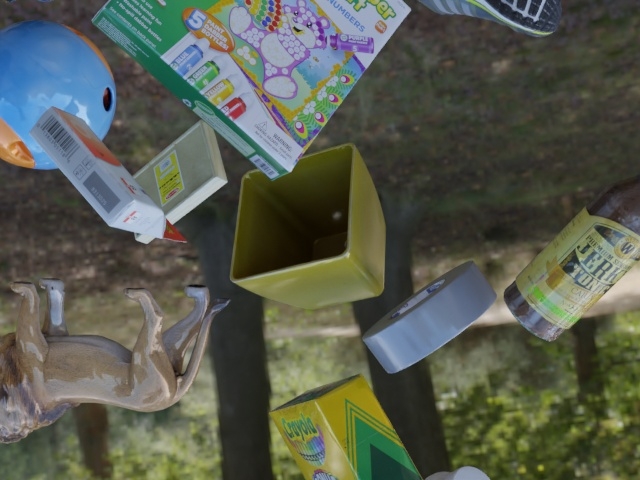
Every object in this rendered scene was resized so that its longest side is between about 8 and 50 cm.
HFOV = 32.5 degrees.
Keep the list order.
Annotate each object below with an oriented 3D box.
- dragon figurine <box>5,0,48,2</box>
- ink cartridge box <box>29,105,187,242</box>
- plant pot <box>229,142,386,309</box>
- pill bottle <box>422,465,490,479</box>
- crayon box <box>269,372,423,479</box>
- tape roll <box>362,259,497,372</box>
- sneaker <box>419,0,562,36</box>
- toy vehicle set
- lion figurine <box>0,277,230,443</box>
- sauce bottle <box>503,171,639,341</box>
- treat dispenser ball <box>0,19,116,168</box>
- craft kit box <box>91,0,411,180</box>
[{"bbox_3d":[-0.581,-0.525,2.162,0.144,0.085,0.289,4,164,32],"label":"dragon figurine"},{"bbox_3d":[-0.213,-0.066,1.184,0.045,0.145,0.179,-47,163,11],"label":"ink cartridge box"},{"bbox_3d":[0.000,0.000,1.781,0.212,0.212,0.187,-13,144,26],"label":"plant pot"},{"bbox_3d":[0.170,0.396,1.583,0.108,0.108,0.180,-3,152,-37],"label":"pill bottle"},{"bbox_3d":[0.058,0.408,1.944,0.106,0.313,0.363,-29,176,-19],"label":"crayon box"},{"bbox_3d":[0.175,0.123,1.763,0.219,0.072,0.219,-36,179,0],"label":"tape roll"},{"bbox_3d":[0.246,-0.407,1.771,0.300,0.111,0.121,24,169,-2],"label":"sneaker"},{"bbox_3d":[-0.328,-0.130,2.450,0.267,0.166,0.035,-35,144,27],"label":"toy vehicle set"},{"bbox_3d":[-0.318,0.179,1.550,0.392,0.240,0.142,2,-177,13],"label":"lion figurine"},{"bbox_3d":[0.406,-0.005,1.555,0.111,0.111,0.344,2,133,-53],"label":"sauce bottle"},{"bbox_3d":[-0.541,-0.281,2.126,0.288,0.288,0.288,-8,172,-1],"label":"treat dispenser ball"},{"bbox_3d":[-0.064,-0.235,1.149,0.250,0.246,0.061,40,156,-15],"label":"craft kit box"}]
